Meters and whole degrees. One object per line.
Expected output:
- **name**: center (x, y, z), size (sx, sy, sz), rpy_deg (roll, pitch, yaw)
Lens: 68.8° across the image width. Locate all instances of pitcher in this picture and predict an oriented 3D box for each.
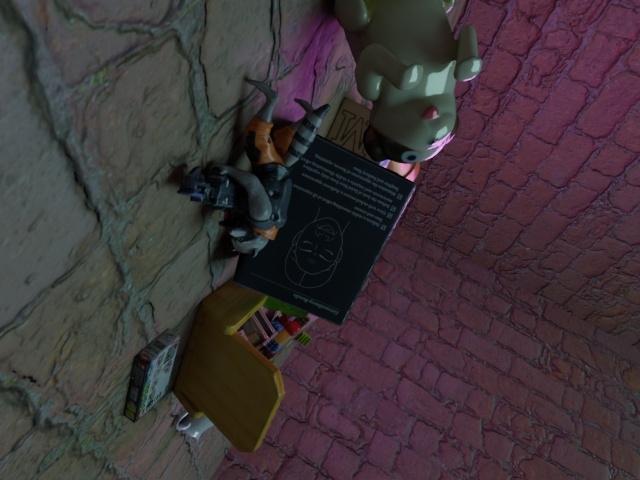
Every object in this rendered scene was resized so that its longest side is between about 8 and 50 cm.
- **pitcher**: center (-0.393, 0.573, 1.594), size (0.207, 0.125, 0.178), rpy_deg (-47, 151, -17)

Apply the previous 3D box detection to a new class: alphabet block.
- **alphabet block**: center (0.144, -0.333, 1.541), size (0.193, 0.197, 0.192), rpy_deg (-64, 171, 16)

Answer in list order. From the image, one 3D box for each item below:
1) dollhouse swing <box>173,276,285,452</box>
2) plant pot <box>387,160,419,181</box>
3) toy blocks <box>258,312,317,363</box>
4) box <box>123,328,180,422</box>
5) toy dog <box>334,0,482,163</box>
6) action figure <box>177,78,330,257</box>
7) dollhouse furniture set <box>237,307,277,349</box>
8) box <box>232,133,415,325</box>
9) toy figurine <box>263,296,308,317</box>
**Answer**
- **dollhouse swing**: center (-0.206, 0.337, 1.310), size (0.347, 0.305, 0.315), rpy_deg (-67, 168, 25)
- **plant pot**: center (0.233, -0.346, 1.805), size (0.291, 0.290, 0.203), rpy_deg (-58, 153, -21)
- **toy blocks**: center (-0.170, 0.407, 2.039), size (0.381, 0.191, 0.261), rpy_deg (-46, 165, 9)
- **box**: center (-0.390, 0.313, 1.081), size (0.114, 0.036, 0.207), rpy_deg (-45, 161, -58)
- **toy dog**: center (0.170, -0.372, 1.030), size (0.284, 0.408, 0.395), rpy_deg (-18, -168, -20)
- **action figure**: center (-0.114, -0.123, 0.892), size (0.341, 0.178, 0.330), rpy_deg (-37, 144, -75)
- **dollhouse furniture set**: center (-0.270, 0.325, 1.584), size (0.183, 0.129, 0.129), rpy_deg (-33, 177, 17)
- **box**: center (-0.002, -0.041, 1.169), size (0.396, 0.293, 0.212), rpy_deg (-63, -168, 12)
- **toy figurine**: center (-0.083, 0.127, 1.390), size (0.130, 0.173, 0.159), rpy_deg (53, 46, -35)
